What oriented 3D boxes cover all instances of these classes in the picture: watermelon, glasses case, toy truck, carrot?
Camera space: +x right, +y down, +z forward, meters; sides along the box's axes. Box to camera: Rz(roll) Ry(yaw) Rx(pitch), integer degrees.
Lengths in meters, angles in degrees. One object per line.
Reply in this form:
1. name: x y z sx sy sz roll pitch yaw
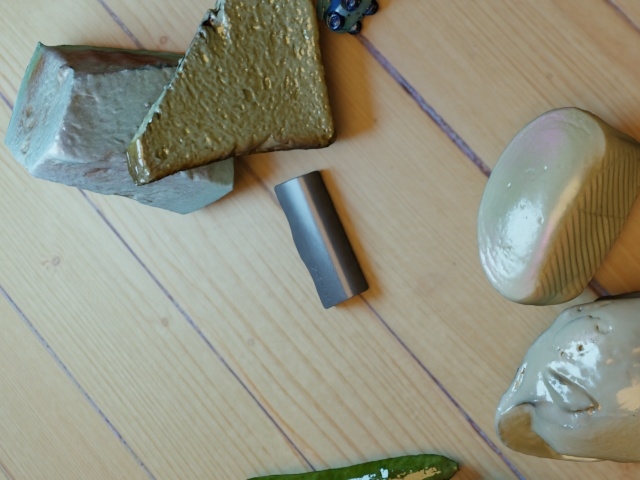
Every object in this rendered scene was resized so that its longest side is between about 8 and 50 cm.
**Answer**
1. watermelon: -0.305 -0.158 1.269 0.387 0.258 0.228 17 108 16
2. glasses case: -0.001 -0.001 1.283 0.072 0.042 0.190 -24 89 33
3. toy truck: 0.026 -0.324 1.211 0.073 0.056 0.090 -45 67 29
4. carrot: 0.032 0.358 1.312 0.359 0.074 0.074 -16 92 23

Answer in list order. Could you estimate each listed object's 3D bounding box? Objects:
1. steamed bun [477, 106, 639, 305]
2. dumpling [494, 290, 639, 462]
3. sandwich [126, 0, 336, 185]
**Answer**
1. steamed bun: 0.273 -0.045 1.092 0.152 0.170 0.238 39 111 38
2. dumpling: 0.381 0.179 1.102 0.243 0.187 0.318 37 129 -28
3. sandwich: -0.131 -0.218 1.188 0.289 0.100 0.254 -16 101 -20
